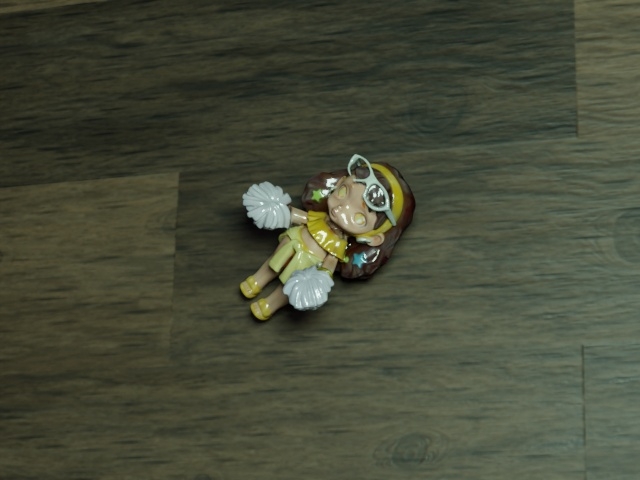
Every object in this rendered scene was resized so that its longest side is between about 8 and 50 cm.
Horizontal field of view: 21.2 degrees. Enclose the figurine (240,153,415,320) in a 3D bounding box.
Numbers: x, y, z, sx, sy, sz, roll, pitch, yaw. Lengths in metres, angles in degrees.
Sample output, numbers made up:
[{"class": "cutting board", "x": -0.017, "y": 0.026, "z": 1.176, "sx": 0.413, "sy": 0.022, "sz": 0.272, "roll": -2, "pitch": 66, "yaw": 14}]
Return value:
[{"class": "figurine", "x": 0.002, "y": -0.001, "z": 1.997, "sx": 0.240, "sy": 0.116, "sz": 0.174, "roll": -36, "pitch": 63, "yaw": 11}]
